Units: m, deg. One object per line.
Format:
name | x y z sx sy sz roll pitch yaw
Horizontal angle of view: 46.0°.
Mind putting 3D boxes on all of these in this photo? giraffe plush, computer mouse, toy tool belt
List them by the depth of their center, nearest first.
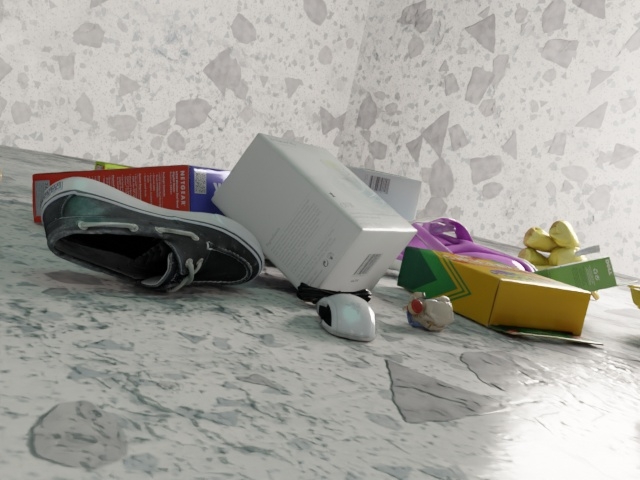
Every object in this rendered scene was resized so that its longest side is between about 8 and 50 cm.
computer mouse | 0.032 0.083 0.957 0.106 0.042 0.193 12 6 -11
toy tool belt | 0.140 0.101 1.033 0.083 0.052 0.051 11 -26 -36
giraffe plush | 0.611 0.063 1.850 0.210 0.181 0.170 3 -23 43

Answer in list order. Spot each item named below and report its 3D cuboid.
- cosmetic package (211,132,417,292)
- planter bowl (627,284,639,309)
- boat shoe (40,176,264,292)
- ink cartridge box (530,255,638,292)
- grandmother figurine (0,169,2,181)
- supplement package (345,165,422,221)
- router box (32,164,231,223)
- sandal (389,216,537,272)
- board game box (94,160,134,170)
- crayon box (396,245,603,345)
cosmetic package | -0.004 -0.038 1.166 0.224 0.138 0.224 43 18 20
planter bowl | 0.670 0.148 1.387 0.217 0.090 0.217 9 5 -1
boat shoe | -0.190 0.016 0.920 0.301 0.108 0.102 23 30 -39
ink cartridge box | 0.486 0.074 1.439 0.209 0.062 0.109 -9 -7 -24
grandmother figurine | -0.682 -0.117 1.163 0.207 0.104 0.342 5 0 23
supplement package | 0.136 -0.073 1.877 0.199 0.198 0.262 12 6 6
router box | -0.261 -0.071 1.302 0.301 0.082 0.335 -1 1 23
sandal | 0.262 0.005 1.546 0.416 0.102 0.169 15 32 -8
board game box | -0.421 -0.118 1.692 0.043 0.092 0.181 18 9 43
crayon box | 0.300 0.088 1.269 0.202 0.081 0.318 9 7 -29
